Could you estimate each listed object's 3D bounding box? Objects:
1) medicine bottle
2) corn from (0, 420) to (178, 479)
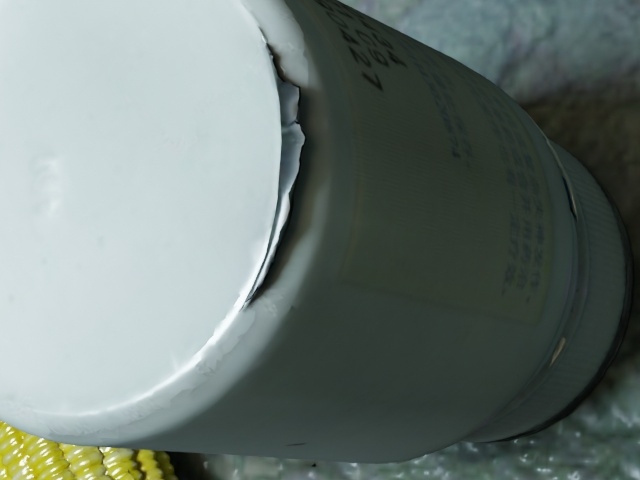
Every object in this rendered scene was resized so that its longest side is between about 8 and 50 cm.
[{"bbox_3d":[0.000,0.000,0.578,0.143,0.258,0.143,-6,79,30],"label":"medicine bottle"},{"bbox_3d":[-0.102,0.093,0.736,0.165,0.063,0.085,59,135,25],"label":"corn"}]
